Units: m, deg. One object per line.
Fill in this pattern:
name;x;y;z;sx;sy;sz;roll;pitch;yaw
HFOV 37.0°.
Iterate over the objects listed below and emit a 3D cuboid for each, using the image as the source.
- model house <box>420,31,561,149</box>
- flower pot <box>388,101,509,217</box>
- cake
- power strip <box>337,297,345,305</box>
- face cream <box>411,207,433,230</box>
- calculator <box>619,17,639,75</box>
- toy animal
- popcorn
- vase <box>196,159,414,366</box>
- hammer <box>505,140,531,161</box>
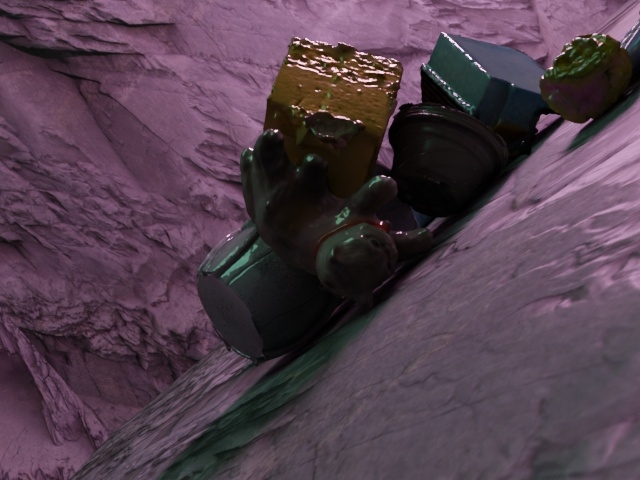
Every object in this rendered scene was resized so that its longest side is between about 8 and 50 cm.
model house;0.340;-0.252;1.976;0.280;0.230;0.249;-119;42;-51
flower pot;0.218;-0.134;1.767;0.235;0.235;0.141;-37;26;61
cake;0.009;-0.188;1.723;0.227;0.222;0.286;102;-177;-46
power strip;-0.029;0.146;2.014;0.272;0.052;0.078;-38;5;47
face cream;0.257;-0.112;2.048;0.229;0.075;0.075;-42;2;-23
calculator;0.532;-0.331;1.601;0.188;0.042;0.303;-52;-1;-16
toy animal;-0.009;-0.027;1.565;0.266;0.308;0.188;-10;38;36
popcorn;0.422;-0.258;1.513;0.126;0.125;0.145;-29;-33;-59
vase;-0.018;0.021;1.824;0.445;0.250;0.250;-38;1;-29
hammer;0.327;-0.153;1.830;0.021;0.078;0.201;-44;9;-31
